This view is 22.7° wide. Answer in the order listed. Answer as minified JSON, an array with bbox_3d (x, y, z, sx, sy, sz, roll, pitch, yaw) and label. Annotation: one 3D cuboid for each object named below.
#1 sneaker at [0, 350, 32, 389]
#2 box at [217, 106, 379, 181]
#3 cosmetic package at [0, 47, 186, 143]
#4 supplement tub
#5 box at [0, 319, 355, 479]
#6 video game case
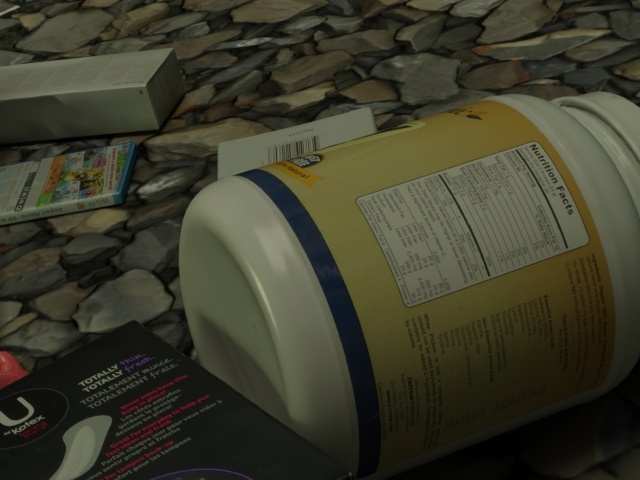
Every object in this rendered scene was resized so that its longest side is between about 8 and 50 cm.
[{"bbox_3d":[-0.336,0.138,1.209,0.314,0.136,0.116,-5,29,16],"label":"sneaker"},{"bbox_3d":[0.000,0.000,1.267,0.130,0.170,0.091,-12,30,3],"label":"box"},{"bbox_3d":[-0.280,-0.158,1.782,0.239,0.060,0.099,-4,29,19],"label":"cosmetic package"},{"bbox_3d":[0.084,0.029,1.104,0.316,0.228,0.228,-18,28,-20],"label":"supplement tub"},{"bbox_3d":[-0.105,0.185,1.015,0.165,0.143,0.270,-27,32,-25],"label":"box"},{"bbox_3d":[-0.277,-0.057,1.651,0.166,0.015,0.119,-10,28,8],"label":"video game case"}]
